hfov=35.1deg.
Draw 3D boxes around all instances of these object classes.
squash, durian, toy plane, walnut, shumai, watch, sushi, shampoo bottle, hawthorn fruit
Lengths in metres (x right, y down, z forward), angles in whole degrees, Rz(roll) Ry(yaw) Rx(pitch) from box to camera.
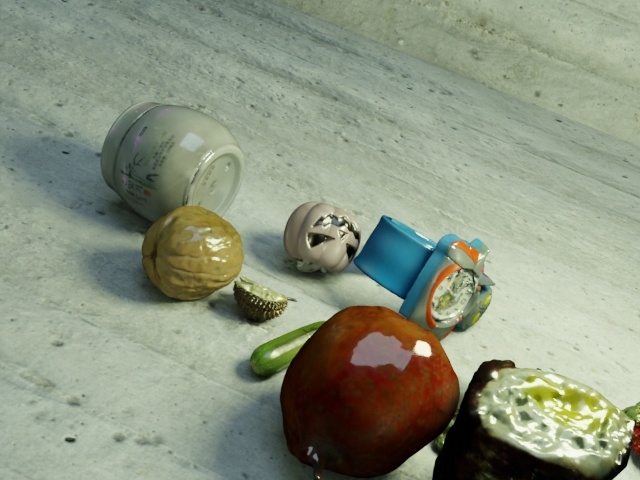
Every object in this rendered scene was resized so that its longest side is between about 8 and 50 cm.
[{"bbox_3d":[-0.054,0.215,2.030,0.066,0.066,0.229,38,36,30],"label":"squash"},{"bbox_3d":[-0.121,0.130,2.120,0.140,0.071,0.110,15,18,-8],"label":"durian"},{"bbox_3d":[0.281,0.304,2.011,0.174,0.080,0.174,25,-6,3],"label":"toy plane"},{"bbox_3d":[-0.262,0.025,2.110,0.213,0.213,0.213,12,32,-8],"label":"walnut"},{"bbox_3d":[0.263,0.364,1.933,0.083,0.080,0.082,11,34,-14],"label":"shumai"},{"bbox_3d":[0.240,0.067,2.266,0.274,0.241,0.305,36,6,39],"label":"watch"},{"bbox_3d":[0.350,0.384,1.743,0.299,0.294,0.281,37,40,30],"label":"sushi"},{"bbox_3d":[-0.334,-0.170,2.292,0.266,0.273,0.273,25,32,24],"label":"shampoo bottle"},{"bbox_3d":[0.079,0.276,1.810,0.308,0.325,0.308,43,-6,6],"label":"hawthorn fruit"}]

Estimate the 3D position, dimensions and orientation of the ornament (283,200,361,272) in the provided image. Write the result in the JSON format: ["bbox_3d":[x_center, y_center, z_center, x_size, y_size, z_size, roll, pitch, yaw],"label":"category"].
[{"bbox_3d":[0.001,0.000,2.292,0.177,0.177,0.177,12,32,-8],"label":"ornament"}]

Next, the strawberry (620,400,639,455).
[{"bbox_3d":[0.727,0.414,2.075,0.228,0.098,0.174,22,14,-15],"label":"strawberry"}]
